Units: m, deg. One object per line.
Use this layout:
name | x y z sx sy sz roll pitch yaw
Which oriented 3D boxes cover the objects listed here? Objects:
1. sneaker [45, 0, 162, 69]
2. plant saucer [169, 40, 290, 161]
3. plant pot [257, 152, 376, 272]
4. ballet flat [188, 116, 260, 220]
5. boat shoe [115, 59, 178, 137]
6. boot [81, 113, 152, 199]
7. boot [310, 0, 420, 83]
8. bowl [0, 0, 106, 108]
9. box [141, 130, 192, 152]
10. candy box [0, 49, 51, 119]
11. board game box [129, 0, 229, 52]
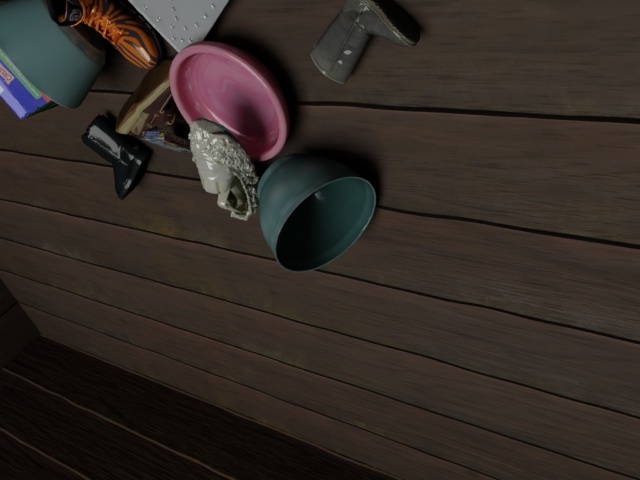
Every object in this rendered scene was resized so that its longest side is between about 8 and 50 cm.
sneaker | -0.552 -0.537 1.458 0.321 0.180 0.125 46 125 -10
plant saucer | -0.212 -0.347 1.455 0.332 0.084 0.332 22 145 16
plant pot | -0.036 -0.094 1.464 0.196 0.293 0.293 50 151 33
ballet flat | -0.235 -0.157 1.518 0.147 0.147 0.409 23 167 19
boat shoe | -0.448 -0.374 1.629 0.123 0.123 0.342 24 146 -32
boot | -0.669 -0.268 1.902 0.207 0.094 0.246 38 135 -5
boot | 0.083 -0.395 1.198 0.189 0.076 0.208 48 136 10
bowl | -0.687 -0.521 1.548 0.163 0.311 0.311 -34 109 7
box | -0.428 -0.282 1.686 0.094 0.027 0.137 8 176 31
candy box | -0.827 -0.492 1.639 0.122 0.317 0.268 -33 110 7
board game box | -0.345 -0.657 1.294 0.390 0.050 0.390 46 141 -10
